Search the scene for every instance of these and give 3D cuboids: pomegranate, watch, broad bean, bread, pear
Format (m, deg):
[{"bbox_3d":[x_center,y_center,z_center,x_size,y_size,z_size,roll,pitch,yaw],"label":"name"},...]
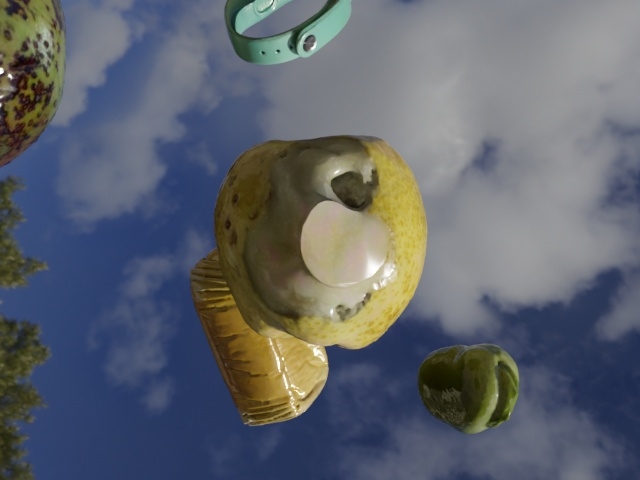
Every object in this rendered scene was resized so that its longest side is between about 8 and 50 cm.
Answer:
[{"bbox_3d":[-0.430,-0.205,0.685,0.285,0.341,0.284,-13,-111,37],"label":"pomegranate"},{"bbox_3d":[-0.052,-0.386,1.174,0.237,0.068,0.195,-39,-128,-23],"label":"watch"},{"bbox_3d":[0.207,0.203,0.969,0.174,0.082,0.124,138,-56,-59],"label":"broad bean"},{"bbox_3d":[-0.092,0.137,1.065,0.119,0.288,0.152,-4,-155,32],"label":"bread"},{"bbox_3d":[0.000,0.000,0.835,0.271,0.271,0.271,-18,-125,27],"label":"pear"}]
